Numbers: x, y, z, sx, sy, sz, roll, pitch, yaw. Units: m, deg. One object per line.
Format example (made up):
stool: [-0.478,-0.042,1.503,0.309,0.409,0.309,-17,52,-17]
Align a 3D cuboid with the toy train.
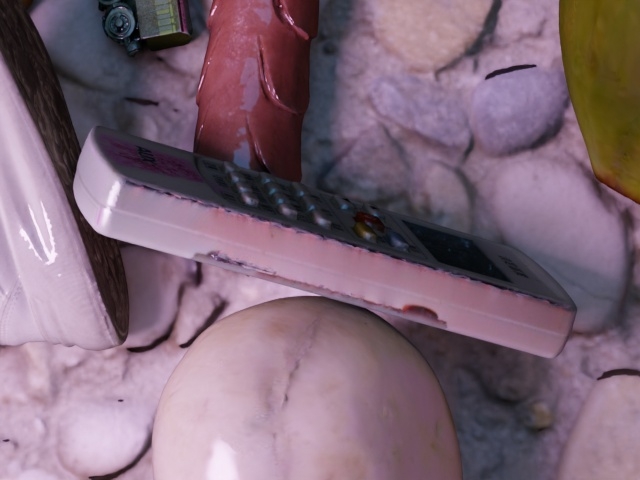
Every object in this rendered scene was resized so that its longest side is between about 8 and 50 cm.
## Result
toy train: [-0.141,-0.213,1.379,0.070,0.038,0.148,-8,75,-3]

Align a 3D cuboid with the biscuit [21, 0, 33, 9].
biscuit: [-0.350,-0.254,1.358,0.296,0.102,0.296,1,74,-3]

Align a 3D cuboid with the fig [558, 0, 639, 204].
fig: [0.303,-0.161,1.255,0.316,0.316,0.316,0,74,-1]

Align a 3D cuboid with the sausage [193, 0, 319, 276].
sausage: [-0.038,-0.180,1.349,0.087,0.088,0.433,7,73,1]

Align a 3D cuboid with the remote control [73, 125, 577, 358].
remote control: [0.000,-0.001,1.215,0.344,0.145,0.050,16,103,-17]

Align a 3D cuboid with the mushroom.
mushroom: [-0.017,0.156,1.198,0.246,0.202,0.246,11,75,-44]

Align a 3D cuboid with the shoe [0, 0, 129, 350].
shoe: [-0.253,-0.049,1.256,0.159,0.124,0.316,-20,104,9]
